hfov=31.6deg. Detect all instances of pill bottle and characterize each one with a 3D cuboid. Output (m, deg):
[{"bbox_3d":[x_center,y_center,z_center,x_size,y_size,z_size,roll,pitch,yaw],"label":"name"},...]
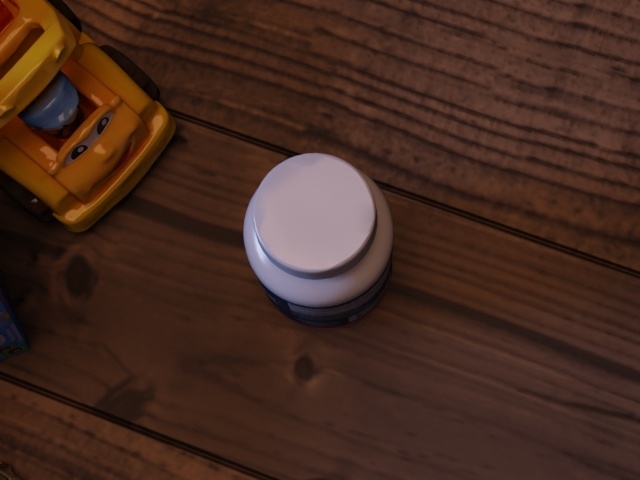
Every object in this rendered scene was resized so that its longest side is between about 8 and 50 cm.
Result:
[{"bbox_3d":[0.000,0.000,0.818,0.108,0.180,0.108,-1,77,3],"label":"pill bottle"}]

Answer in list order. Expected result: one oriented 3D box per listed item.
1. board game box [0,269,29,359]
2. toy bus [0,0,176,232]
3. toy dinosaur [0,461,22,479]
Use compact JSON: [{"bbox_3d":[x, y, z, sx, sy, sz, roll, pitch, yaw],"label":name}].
[{"bbox_3d":[-0.266,-0.008,0.817,0.039,0.211,0.160,-21,76,-14],"label":"board game box"},{"bbox_3d":[-0.235,-0.132,0.847,0.220,0.211,0.149,40,81,9],"label":"toy bus"},{"bbox_3d":[-0.318,0.151,0.858,0.183,0.053,0.092,40,40,-1],"label":"toy dinosaur"}]
